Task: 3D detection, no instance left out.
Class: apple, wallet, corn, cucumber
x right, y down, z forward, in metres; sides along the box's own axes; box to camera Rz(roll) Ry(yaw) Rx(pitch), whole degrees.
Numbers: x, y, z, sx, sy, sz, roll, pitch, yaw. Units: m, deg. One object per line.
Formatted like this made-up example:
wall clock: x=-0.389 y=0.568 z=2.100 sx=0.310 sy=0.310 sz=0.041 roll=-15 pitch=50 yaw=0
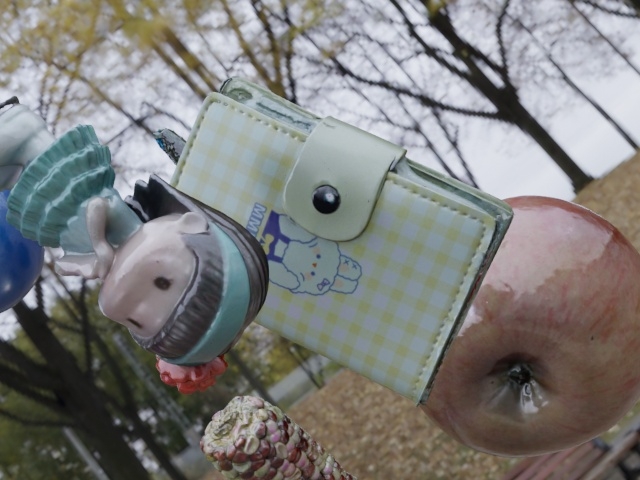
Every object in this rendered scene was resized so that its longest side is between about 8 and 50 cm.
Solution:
apple: x=0.247 y=0.117 z=1.252 sx=0.345 sy=0.345 sz=0.269 roll=-48 pitch=-10 yaw=34
wallet: x=0.000 y=0.000 z=0.964 sx=0.223 sy=0.310 sz=0.077 roll=-67 pitch=-10 yaw=19
corn: x=-0.019 y=0.271 z=1.127 sx=0.092 sy=0.280 sz=0.092 roll=-32 pitch=31 yaw=22
cucumber: x=-0.168 y=-0.082 z=1.562 sx=0.044 sy=0.256 sz=0.043 roll=-33 pitch=-15 yaw=-32

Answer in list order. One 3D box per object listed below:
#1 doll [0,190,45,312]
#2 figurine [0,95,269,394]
doll: x=-0.421 y=0.031 z=1.086 sx=0.257 sy=0.215 sz=0.161 roll=-23 pitch=20 yaw=-4
figurine: x=-0.151 y=0.000 z=0.757 sx=0.110 sy=0.245 sz=0.138 roll=-52 pitch=1 yaw=-43
